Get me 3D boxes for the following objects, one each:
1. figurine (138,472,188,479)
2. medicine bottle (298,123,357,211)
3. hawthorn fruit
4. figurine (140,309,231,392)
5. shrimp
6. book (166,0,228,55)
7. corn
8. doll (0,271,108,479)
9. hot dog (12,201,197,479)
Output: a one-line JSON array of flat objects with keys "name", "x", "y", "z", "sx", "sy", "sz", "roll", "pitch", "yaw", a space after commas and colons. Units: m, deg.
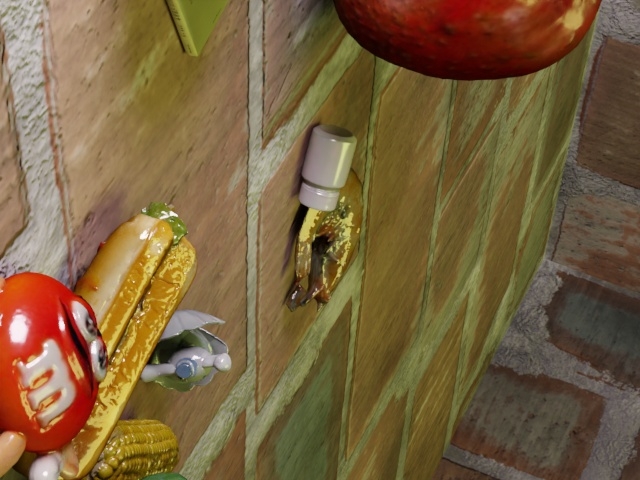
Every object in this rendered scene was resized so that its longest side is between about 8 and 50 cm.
[{"name": "figurine", "x": -0.167, "y": 0.314, "z": 1.330, "sx": 0.127, "sy": 0.185, "sz": 0.234, "roll": 0, "pitch": 153, "yaw": -42}, {"name": "medicine bottle", "x": 0.006, "y": -0.082, "z": 1.692, "sx": 0.052, "sy": 0.052, "sz": 0.089, "roll": -33, "pitch": 141, "yaw": -65}, {"name": "hawthorn fruit", "x": 0.160, "y": -0.282, "z": 1.488, "sx": 0.265, "sy": 0.307, "sz": 0.265, "roll": 15, "pitch": 90, "yaw": -79}, {"name": "figurine", "x": -0.130, "y": 0.108, "z": 1.435, "sx": 0.086, "sy": 0.094, "sz": 0.082, "roll": -174, "pitch": -116, "yaw": -78}, {"name": "shrimp", "x": -0.003, "y": -0.001, "z": 1.801, "sx": 0.132, "sy": 0.051, "sz": 0.187, "roll": 4, "pitch": 102, "yaw": -54}, {"name": "book", "x": -0.099, "y": -0.210, "z": 1.239, "sx": 0.111, "sy": 0.014, "sz": 0.077, "roll": 75, "pitch": 39, "yaw": -65}, {"name": "corn", "x": -0.181, "y": 0.197, "z": 1.385, "sx": 0.207, "sy": 0.068, "sz": 0.068, "roll": 30, "pitch": 81, "yaw": -75}, {"name": "doll", "x": -0.211, "y": 0.103, "z": 1.081, "sx": 0.217, "sy": 0.085, "sz": 0.183, "roll": -41, "pitch": 122, "yaw": -65}, {"name": "hot dog", "x": -0.181, "y": 0.079, "z": 1.230, "sx": 0.250, "sy": 0.076, "sz": 0.104, "roll": -66, "pitch": 152, "yaw": -10}]
